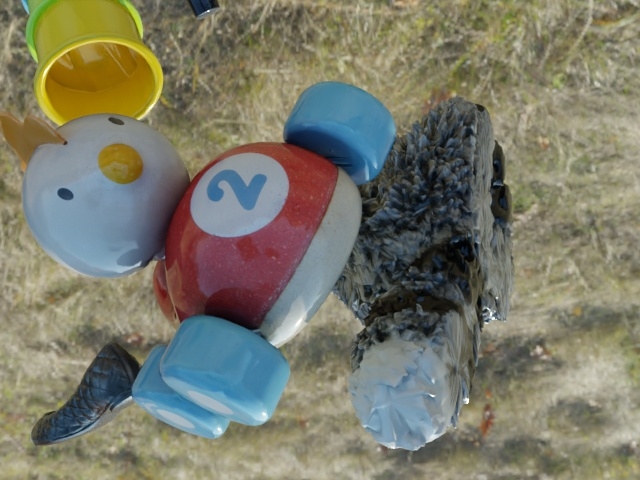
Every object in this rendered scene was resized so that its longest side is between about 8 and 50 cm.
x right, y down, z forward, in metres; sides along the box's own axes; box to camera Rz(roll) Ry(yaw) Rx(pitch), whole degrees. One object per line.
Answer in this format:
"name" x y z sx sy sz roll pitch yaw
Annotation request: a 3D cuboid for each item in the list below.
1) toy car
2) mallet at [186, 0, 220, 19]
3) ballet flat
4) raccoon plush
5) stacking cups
"toy car" -0.111 -0.022 0.538 0.238 0.219 0.210 29 155 -11
"mallet" -0.089 -0.338 1.026 0.190 0.062 0.039 -14 -171 17
"ballet flat" -0.199 0.136 0.690 0.173 0.049 0.057 -36 166 38
"raccoon plush" 0.000 0.000 0.739 0.299 0.446 0.216 -4 103 23
"stacking cups" -0.210 -0.231 0.693 0.096 0.316 0.096 -14 143 -11
